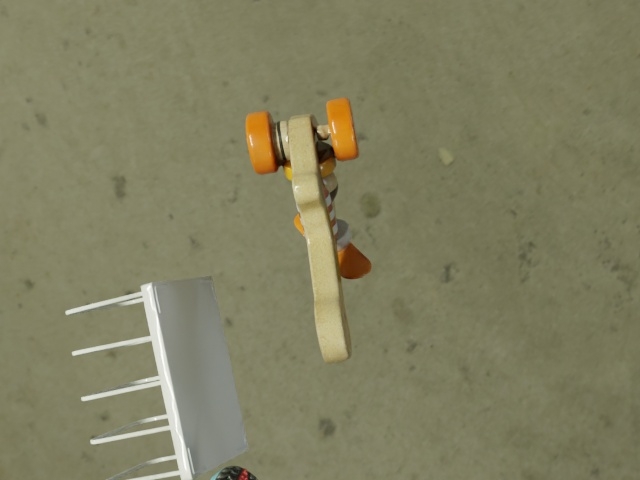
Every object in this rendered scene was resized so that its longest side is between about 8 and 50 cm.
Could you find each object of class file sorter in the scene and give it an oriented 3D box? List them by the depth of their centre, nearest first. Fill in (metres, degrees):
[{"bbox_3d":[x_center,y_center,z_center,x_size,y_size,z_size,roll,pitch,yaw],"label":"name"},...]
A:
[{"bbox_3d":[-0.249,0.209,1.483,0.173,0.193,0.277,-13,87,19],"label":"file sorter"}]

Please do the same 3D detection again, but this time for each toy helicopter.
[{"bbox_3d":[0.000,0.000,1.323,0.140,0.235,0.355,-9,63,4],"label":"toy helicopter"}]

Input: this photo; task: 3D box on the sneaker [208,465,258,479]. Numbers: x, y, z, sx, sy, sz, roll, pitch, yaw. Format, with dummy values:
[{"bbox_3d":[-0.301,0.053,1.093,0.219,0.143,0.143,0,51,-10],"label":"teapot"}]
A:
[{"bbox_3d":[-0.159,0.419,1.264,0.104,0.262,0.125,40,135,-9],"label":"sneaker"}]
